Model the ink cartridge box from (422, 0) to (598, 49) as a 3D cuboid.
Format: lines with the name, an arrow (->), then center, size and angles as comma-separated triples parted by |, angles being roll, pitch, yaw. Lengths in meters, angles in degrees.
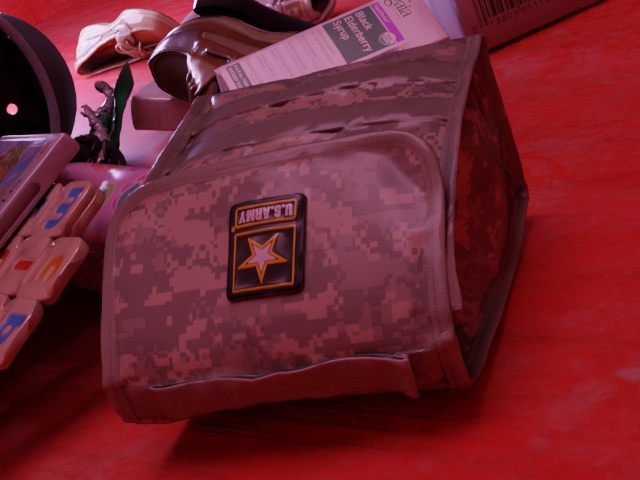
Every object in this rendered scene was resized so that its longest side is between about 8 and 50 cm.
ink cartridge box -> 0.247, -0.360, 1.506 | 0.308, 0.091, 0.385 | -25, 22, -9

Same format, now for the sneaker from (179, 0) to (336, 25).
sneaker -> -0.095, -0.363, 1.834 | 0.169, 0.108, 0.292 | -7, 24, 42

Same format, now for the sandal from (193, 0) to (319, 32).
sandal -> -0.074, -0.275, 1.516 | 0.097, 0.054, 0.254 | 2, -6, 42

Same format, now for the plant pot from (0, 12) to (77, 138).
plant pot -> -0.467, -0.162, 1.444 | 0.341, 0.341, 0.334 | -20, 12, 5

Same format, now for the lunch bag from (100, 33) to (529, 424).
lunch bag -> 0.000, 0.000, 0.757 | 0.235, 0.169, 0.287 | -10, 31, 21

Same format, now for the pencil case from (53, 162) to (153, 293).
pencil case -> -0.196, -0.008, 1.032 | 0.124, 0.124, 0.284 | -35, 26, -31

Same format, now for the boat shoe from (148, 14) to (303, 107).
boat shoe -> -0.110, -0.198, 1.392 | 0.324, 0.122, 0.120 | 11, 48, 44

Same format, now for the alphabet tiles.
alphabet tiles -> -0.280, 0.069, 0.906 | 0.278, 0.021, 0.284 | -1, 52, 57

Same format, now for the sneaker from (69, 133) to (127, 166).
sneaker -> -0.318, 0.001, 1.201 | 0.271, 0.100, 0.108 | -39, -7, -23

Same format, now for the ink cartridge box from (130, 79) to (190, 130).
ink cartridge box -> -0.129, -0.207, 1.591 | 0.225, 0.056, 0.181 | 6, 29, 18

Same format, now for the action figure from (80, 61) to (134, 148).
action figure -> -0.282, -0.128, 1.452 | 0.064, 0.137, 0.232 | 9, 29, -12

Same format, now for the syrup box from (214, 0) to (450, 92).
syrup box -> 0.018, -0.174, 1.219 | 0.237, 0.096, 0.093 | -25, 58, -6

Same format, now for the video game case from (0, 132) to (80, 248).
video game case -> -0.317, -0.019, 1.034 | 0.193, 0.023, 0.212 | -55, 26, -15

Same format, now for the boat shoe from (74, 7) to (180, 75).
boat shoe -> -0.379, -0.380, 2.206 | 0.285, 0.105, 0.089 | -6, 63, 47
